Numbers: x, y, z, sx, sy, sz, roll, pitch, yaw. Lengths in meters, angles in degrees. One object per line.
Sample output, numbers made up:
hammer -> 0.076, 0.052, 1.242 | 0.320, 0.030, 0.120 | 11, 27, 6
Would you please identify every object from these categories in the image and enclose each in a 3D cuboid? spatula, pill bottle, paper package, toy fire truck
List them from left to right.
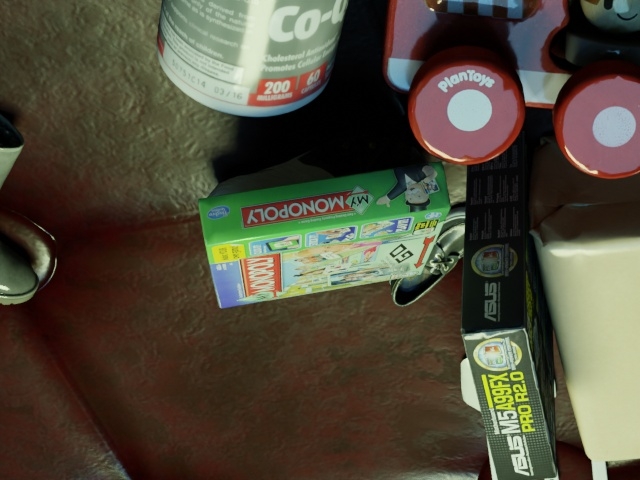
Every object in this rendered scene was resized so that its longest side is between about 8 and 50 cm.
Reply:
pill bottle -> -0.045, -0.258, 1.416 | 0.161, 0.161, 0.283 | 11, 135, -3
spatula -> 0.253, 0.211, 1.937 | 0.168, 0.019, 0.242 | -7, 134, 7
toy fire truck -> 0.198, -0.205, 1.451 | 0.302, 0.169, 0.254 | 5, 116, 2
paper package -> 0.382, 0.046, 1.651 | 0.309, 0.168, 0.325 | -6, 132, 14

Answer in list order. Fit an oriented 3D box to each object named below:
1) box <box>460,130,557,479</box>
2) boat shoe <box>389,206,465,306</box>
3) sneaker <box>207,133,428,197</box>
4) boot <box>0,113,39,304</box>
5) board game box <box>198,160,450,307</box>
box -> 0.184, 0.062, 1.621 | 0.060, 0.270, 0.216 | -7, 133, 13
boat shoe -> 0.121, 0.020, 1.748 | 0.049, 0.040, 0.142 | 28, 132, -18
sneaker -> -0.001, -0.044, 1.686 | 0.237, 0.085, 0.086 | -13, 158, 15
boot -> -0.349, -0.040, 1.745 | 0.189, 0.076, 0.208 | 23, 126, -17
board game box -> 0.000, 0.000, 1.576 | 0.213, 0.046, 0.317 | -10, 169, -3
